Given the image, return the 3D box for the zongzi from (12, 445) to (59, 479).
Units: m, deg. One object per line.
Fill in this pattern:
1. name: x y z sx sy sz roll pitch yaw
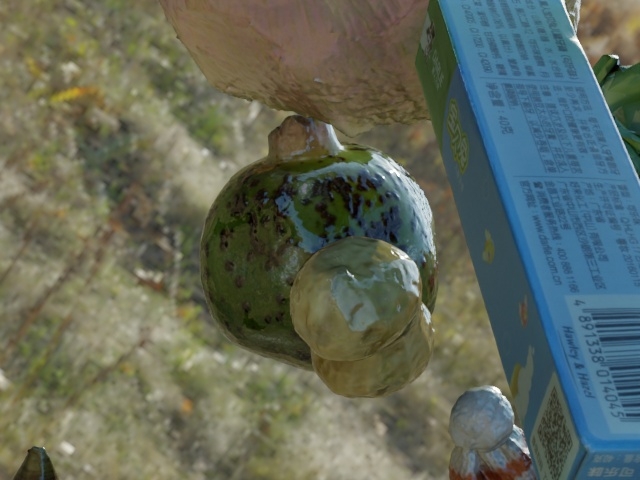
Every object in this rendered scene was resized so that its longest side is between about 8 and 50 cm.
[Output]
1. zongzi: -0.261 0.243 1.019 0.247 0.241 0.111 -2 19 23

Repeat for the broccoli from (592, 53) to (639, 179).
1. broccoli: 0.304 -0.070 1.027 0.275 0.308 0.308 17 9 21

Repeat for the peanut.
1. peanut: 0.034 0.060 1.116 0.229 0.098 0.103 64 19 -65

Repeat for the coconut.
1. coconut: 0.032 -0.300 1.175 0.404 0.405 0.404 34 16 -11

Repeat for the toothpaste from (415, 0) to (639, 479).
1. toothpaste: 0.095 -0.007 0.588 0.065 0.050 0.267 -1 44 -11

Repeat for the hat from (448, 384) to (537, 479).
1. hat: 0.140 0.178 1.155 0.093 0.112 0.162 21 -39 56

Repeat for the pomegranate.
1. pomegranate: 0.000 0.000 1.443 0.254 0.271 0.254 -8 10 1
